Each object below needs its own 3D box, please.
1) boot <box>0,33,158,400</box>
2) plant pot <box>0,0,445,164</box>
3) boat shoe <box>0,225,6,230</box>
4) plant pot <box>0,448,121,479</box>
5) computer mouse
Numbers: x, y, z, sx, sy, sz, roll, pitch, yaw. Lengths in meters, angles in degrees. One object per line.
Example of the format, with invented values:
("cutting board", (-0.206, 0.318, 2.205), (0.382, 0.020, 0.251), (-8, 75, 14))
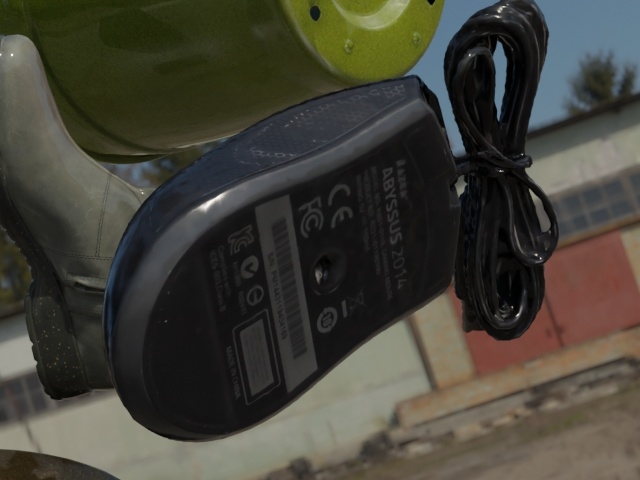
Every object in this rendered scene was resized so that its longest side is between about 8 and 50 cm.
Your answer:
("boot", (-0.111, -0.020, 0.873), (0.161, 0.246, 0.083), (-10, 19, 5))
("plant pot", (-0.081, -0.257, 1.346), (0.353, 0.366, 0.366), (2, 9, 43))
("boat shoe", (-0.218, -0.023, 1.043), (0.046, 0.038, 0.125), (20, 16, 10))
("plant pot", (-0.230, 0.309, 0.961), (0.237, 0.254, 0.237), (-4, -38, -3))
("computer mouse", (0.000, 0.000, 0.663), (0.272, 0.188, 0.072), (-26, 35, -36))
